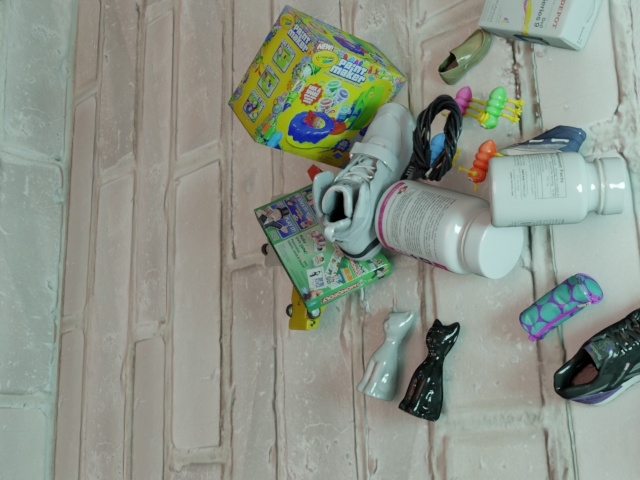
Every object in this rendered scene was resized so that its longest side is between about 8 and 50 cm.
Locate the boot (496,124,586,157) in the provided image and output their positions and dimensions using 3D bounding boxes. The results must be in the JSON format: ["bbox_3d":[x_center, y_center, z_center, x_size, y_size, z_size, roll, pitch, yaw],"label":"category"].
[{"bbox_3d":[0.432,-0.179,1.645,0.190,0.069,0.086,13,64,55],"label":"boot"}]

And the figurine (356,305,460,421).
[{"bbox_3d":[0.189,0.251,1.786,0.215,0.092,0.209,14,83,49],"label":"figurine"}]

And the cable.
[{"bbox_3d":[0.237,-0.213,1.713,0.150,0.047,0.184,-175,100,-70],"label":"cable"}]

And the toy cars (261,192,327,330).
[{"bbox_3d":[-0.050,0.053,2.085,0.176,0.087,0.393,-52,44,31],"label":"toy cars"}]

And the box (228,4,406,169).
[{"bbox_3d":[-0.010,-0.354,1.983,0.279,0.290,0.177,-56,46,23],"label":"box"}]

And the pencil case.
[{"bbox_3d":[0.442,0.123,1.548,0.152,0.064,0.070,-43,27,33],"label":"pencil case"}]

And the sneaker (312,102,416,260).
[{"bbox_3d":[0.099,-0.144,1.816,0.137,0.210,0.365,16,87,26],"label":"sneaker"}]

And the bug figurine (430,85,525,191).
[{"bbox_3d":[0.301,-0.215,1.726,0.279,0.072,0.216,24,93,65],"label":"bug figurine"}]

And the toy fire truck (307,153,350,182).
[{"bbox_3d":[0.070,-0.142,1.982,0.135,0.047,0.192,-45,58,7],"label":"toy fire truck"}]

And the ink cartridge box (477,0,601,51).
[{"bbox_3d":[0.440,-0.476,1.672,0.212,0.093,0.154,26,101,43],"label":"ink cartridge box"}]

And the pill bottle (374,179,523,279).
[{"bbox_3d":[0.259,-0.022,1.709,0.283,0.160,0.160,21,96,48],"label":"pill bottle"}]

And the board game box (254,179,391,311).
[{"bbox_3d":[0.000,0.000,1.973,0.213,0.046,0.317,-24,52,-9],"label":"board game box"}]

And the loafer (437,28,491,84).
[{"bbox_3d":[0.312,-0.401,1.825,0.148,0.050,0.056,-51,48,26],"label":"loafer"}]

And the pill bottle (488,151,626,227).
[{"bbox_3d":[0.421,-0.093,1.510,0.229,0.131,0.131,-3,76,9],"label":"pill bottle"}]

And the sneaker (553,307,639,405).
[{"bbox_3d":[0.514,0.184,1.411,0.283,0.124,0.107,-51,49,26],"label":"sneaker"}]
